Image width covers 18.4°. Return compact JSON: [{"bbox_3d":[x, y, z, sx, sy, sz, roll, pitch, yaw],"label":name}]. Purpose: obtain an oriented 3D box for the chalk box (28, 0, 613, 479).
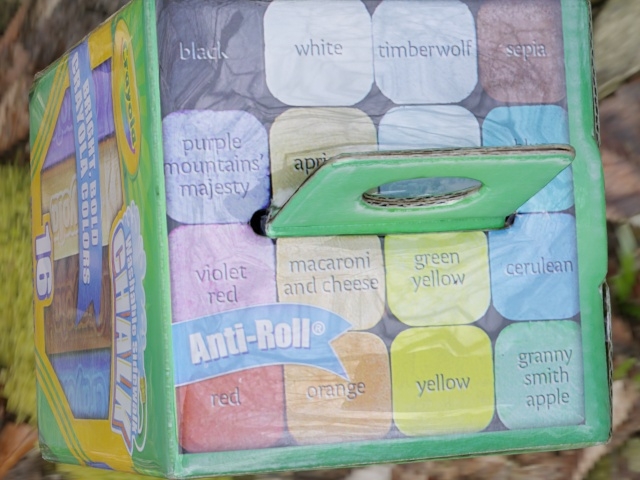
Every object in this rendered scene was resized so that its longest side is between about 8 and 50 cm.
[{"bbox_3d":[0.000,0.000,0.572,0.132,0.213,0.132,-1,87,-19],"label":"chalk box"}]
